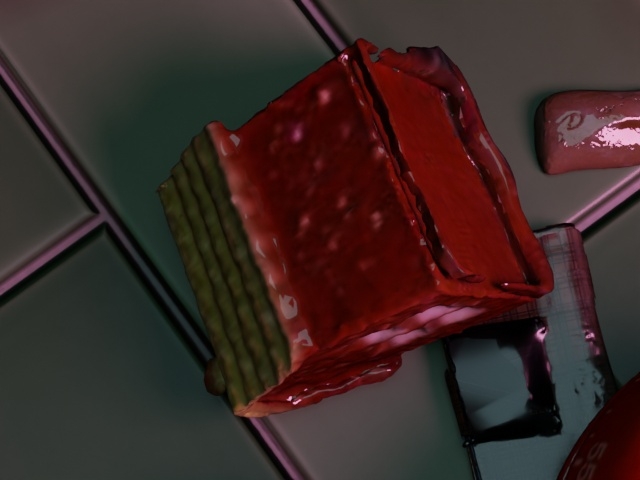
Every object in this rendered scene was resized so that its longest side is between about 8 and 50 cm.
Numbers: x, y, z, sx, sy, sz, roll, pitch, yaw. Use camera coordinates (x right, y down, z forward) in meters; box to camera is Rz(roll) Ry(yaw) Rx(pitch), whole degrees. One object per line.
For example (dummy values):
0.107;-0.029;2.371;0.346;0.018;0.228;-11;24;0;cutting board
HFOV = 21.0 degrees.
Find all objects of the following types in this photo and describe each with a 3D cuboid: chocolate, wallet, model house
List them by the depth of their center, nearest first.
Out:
0.000;0.000;1.219;0.254;0.160;0.196;-29;72;23;model house
0.156;0.109;1.256;0.124;0.042;0.230;-13;81;-2;wallet
0.212;-0.084;1.296;0.101;0.031;0.064;-2;83;1;chocolate

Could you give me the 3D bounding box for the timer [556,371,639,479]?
0.322;0.231;1.093;0.378;0.279;0.378;1;81;-7;timer
